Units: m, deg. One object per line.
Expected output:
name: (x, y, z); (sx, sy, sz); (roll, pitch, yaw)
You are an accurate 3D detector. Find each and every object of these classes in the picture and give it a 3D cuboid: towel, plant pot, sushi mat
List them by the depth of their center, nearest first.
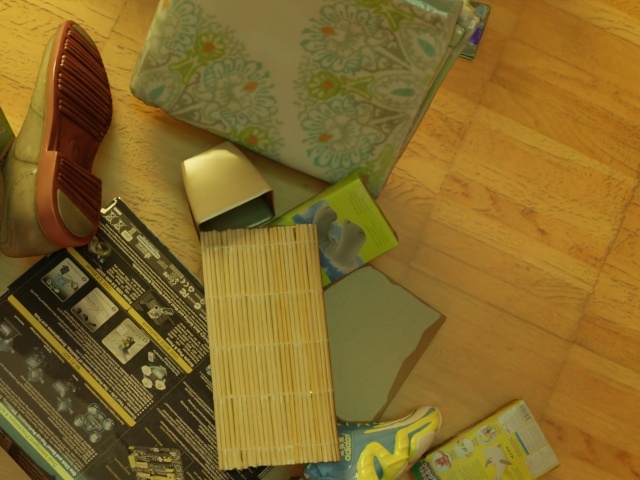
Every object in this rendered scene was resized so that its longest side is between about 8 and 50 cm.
sushi mat: (-0.065, 0.128, 1.723); (0.152, 0.019, 0.316); (-6, 71, -1)
towel: (-0.026, -0.244, 1.758); (0.375, 0.090, 0.320); (24, 122, -6)
plant pot: (-0.130, -0.065, 1.817); (0.109, 0.109, 0.096); (-25, 73, -9)
towel: (0.200, -0.300, 1.926); (0.060, 0.009, 0.083); (20, 81, -4)

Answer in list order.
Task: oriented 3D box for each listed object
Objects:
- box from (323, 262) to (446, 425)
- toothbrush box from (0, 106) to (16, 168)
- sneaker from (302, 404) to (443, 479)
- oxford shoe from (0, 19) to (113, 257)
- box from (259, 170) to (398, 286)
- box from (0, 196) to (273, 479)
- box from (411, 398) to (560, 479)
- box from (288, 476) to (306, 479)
box: (0.048, 0.139, 1.846); (0.164, 0.021, 0.201); (35, 80, -1)
toothbrush box: (-0.502, -0.157, 1.692); (0.206, 0.283, 0.122); (32, 81, -2)
sneaker: (0.062, 0.256, 1.757); (0.126, 0.091, 0.240); (41, 39, 8)
oxford shoe: (-0.354, -0.135, 1.763); (0.130, 0.123, 0.348); (-18, 50, 25)
box: (0.000, 0.000, 1.809); (0.178, 0.042, 0.109); (-30, 103, 10)
box: (-0.239, 0.188, 1.729); (0.395, 0.097, 0.318); (45, 63, 2)
box: (0.216, 0.299, 1.834); (0.179, 0.043, 0.105); (-28, 87, -11)
box: (-0.061, 0.408, 1.751); (0.103, 0.114, 0.203); (44, 80, 1)
